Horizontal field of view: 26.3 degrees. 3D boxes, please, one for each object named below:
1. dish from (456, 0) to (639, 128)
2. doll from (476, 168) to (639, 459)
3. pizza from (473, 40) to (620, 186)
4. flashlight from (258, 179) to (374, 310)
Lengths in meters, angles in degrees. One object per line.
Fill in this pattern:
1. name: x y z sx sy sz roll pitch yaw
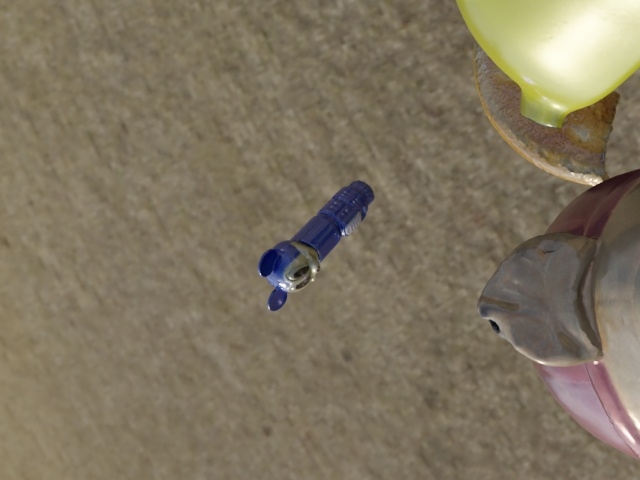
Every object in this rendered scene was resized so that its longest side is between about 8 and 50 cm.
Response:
1. dish: 0.138 -0.203 0.797 0.262 0.108 0.221 128 144 -49
2. doll: 0.198 0.023 0.514 0.196 0.152 0.256 36 145 -23
3. pizza: 0.280 -0.166 1.693 0.271 0.134 0.056 41 171 29
4. flashlight: 0.000 0.000 0.997 0.035 0.121 0.057 23 143 33
